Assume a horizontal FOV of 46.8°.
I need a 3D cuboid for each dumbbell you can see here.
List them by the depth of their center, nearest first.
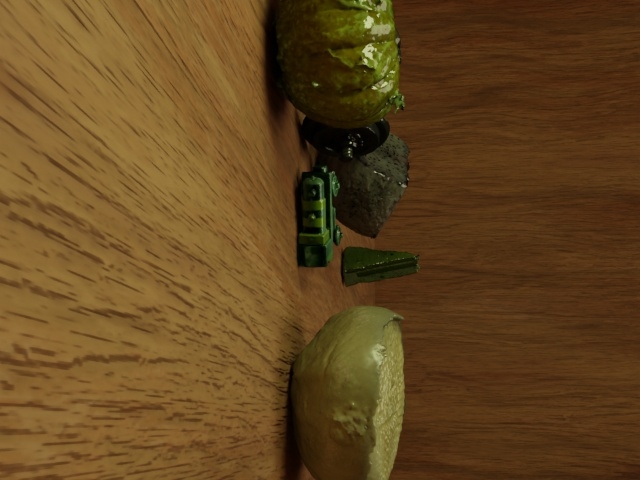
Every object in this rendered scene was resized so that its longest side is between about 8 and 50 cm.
[{"bbox_3d":[0.057,-0.298,1.586,0.192,0.192,0.289,70,20,-66],"label":"dumbbell"}]

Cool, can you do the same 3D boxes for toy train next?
[{"bbox_3d":[-0.004,-0.051,1.517,0.132,0.083,0.200,-56,144,-70],"label":"toy train"}]

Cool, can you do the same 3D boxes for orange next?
[{"bbox_3d":[0.024,-0.342,1.278,0.300,0.223,0.301,-99,180,-62],"label":"orange"}]

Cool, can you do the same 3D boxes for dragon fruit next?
[{"bbox_3d":[0.087,-0.152,1.796,0.283,0.204,0.221,-74,-171,-58],"label":"dragon fruit"}]

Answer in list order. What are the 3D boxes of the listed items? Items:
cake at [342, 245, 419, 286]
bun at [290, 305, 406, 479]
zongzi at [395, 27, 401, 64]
[{"bbox_3d":[0.179,0.089,2.244,0.100,0.236,0.099,77,23,-51],"label":"cake"},{"bbox_3d":[0.048,0.299,1.416,0.364,0.202,0.364,4,90,-76],"label":"bun"},{"bbox_3d":[0.095,-0.579,1.837,0.323,0.160,0.360,-149,-128,-72],"label":"zongzi"}]
